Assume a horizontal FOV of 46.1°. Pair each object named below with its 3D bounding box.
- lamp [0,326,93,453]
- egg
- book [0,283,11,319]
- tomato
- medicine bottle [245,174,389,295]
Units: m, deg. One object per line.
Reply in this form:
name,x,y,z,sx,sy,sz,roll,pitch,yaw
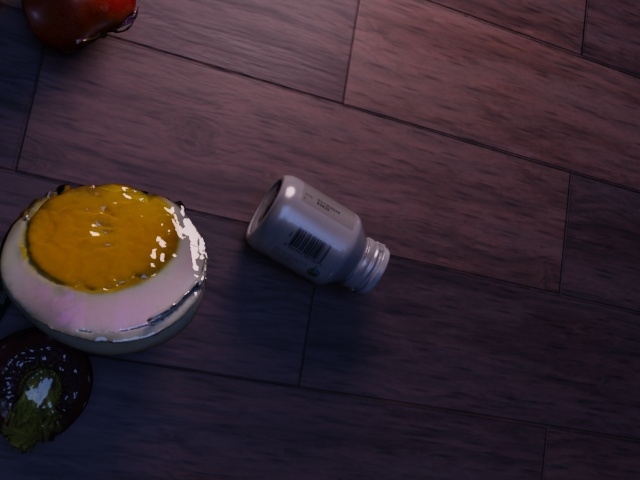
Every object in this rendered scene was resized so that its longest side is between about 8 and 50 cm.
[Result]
lamp,-0.393,0.198,1.041,0.156,0.135,0.157,-40,95,-21
egg,-0.306,0.059,1.079,0.286,0.174,0.264,17,51,0
book,-0.499,0.128,0.981,0.027,0.202,0.264,21,74,10
tomato,-0.359,-0.368,1.122,0.167,0.167,0.167,3,82,-21
medicine bottle,0.000,0.000,1.220,0.215,0.135,0.135,31,73,-15
